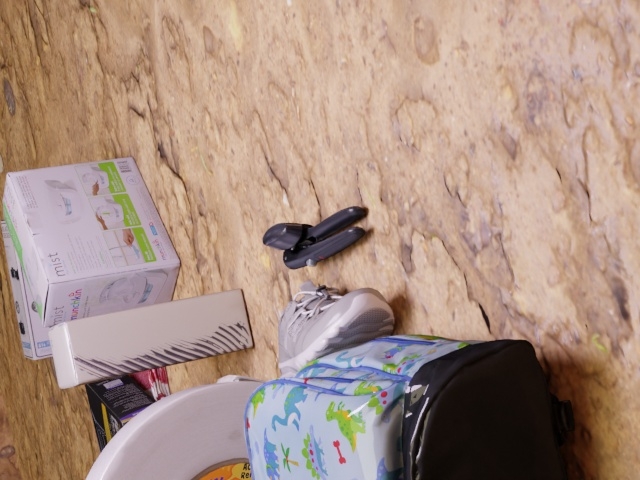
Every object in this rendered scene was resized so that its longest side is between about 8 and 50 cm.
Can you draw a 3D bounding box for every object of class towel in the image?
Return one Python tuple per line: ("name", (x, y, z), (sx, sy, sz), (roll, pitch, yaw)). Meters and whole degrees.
("towel", (-0.361, 0.159, 2.363), (0.237, 0.037, 0.328), (-26, 76, 65))

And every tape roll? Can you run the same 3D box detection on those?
("tape roll", (-0.101, 0.358, 1.483), (0.072, 0.392, 0.391), (-19, 82, 65))

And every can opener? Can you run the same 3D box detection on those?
("can opener", (0.000, 0.000, 1.524), (0.186, 0.073, 0.059), (-15, 78, 56))

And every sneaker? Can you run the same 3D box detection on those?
("sneaker", (-0.003, 0.098, 1.508), (0.281, 0.105, 0.115), (-42, 62, 62))

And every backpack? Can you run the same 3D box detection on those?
("backpack", (0.077, 0.224, 1.266), (0.355, 0.273, 0.290), (-149, 46, -73))

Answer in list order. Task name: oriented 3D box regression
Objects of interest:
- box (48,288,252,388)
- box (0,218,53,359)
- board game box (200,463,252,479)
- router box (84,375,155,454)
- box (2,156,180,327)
("box", (-0.248, 0.143, 1.836), (0.113, 0.275, 0.094), (-22, 80, 64))
("box", (-0.540, 0.085, 2.553), (0.087, 0.169, 0.289), (-1, 98, 65))
("board game box", (-0.235, 0.552, 1.870), (0.356, 0.357, 0.356), (-41, 63, 61))
("router box", (-0.339, 0.418, 2.324), (0.243, 0.081, 0.308), (27, 130, 59))
("box", (-0.396, -0.004, 2.146), (0.262, 0.231, 0.126), (61, 149, 33))
